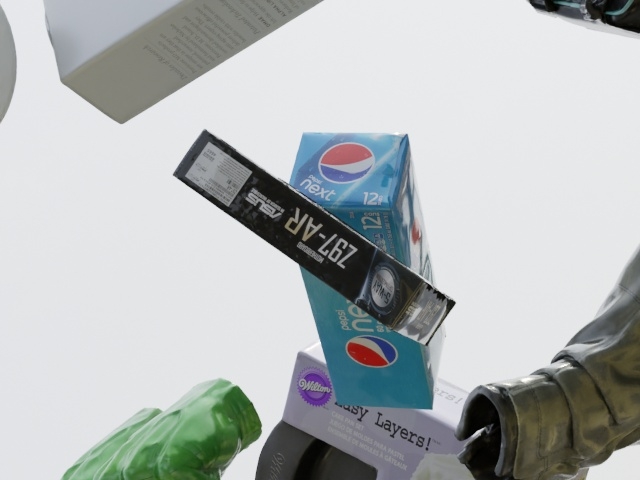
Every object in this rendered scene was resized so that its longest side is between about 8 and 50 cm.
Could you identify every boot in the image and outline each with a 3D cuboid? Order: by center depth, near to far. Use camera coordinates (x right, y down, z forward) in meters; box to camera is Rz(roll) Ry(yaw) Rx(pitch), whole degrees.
[{"bbox_3d":[0.150,0.056,0.810,0.161,0.083,0.246,-25,-32,-17],"label":"boot"}]

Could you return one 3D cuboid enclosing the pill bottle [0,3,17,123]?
[{"bbox_3d":[-0.409,-0.097,1.324,0.224,0.224,0.392,-26,2,-35],"label":"pill bottle"}]

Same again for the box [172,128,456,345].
[{"bbox_3d":[0.000,0.000,0.505,0.018,0.083,0.067,-55,-14,1],"label":"box"}]

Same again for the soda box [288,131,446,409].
[{"bbox_3d":[0.033,0.024,1.063,0.210,0.071,0.067,76,-158,-47],"label":"soda box"}]

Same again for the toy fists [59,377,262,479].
[{"bbox_3d":[-0.165,0.222,1.517,0.142,0.096,0.279,-37,6,-34],"label":"toy fists"}]

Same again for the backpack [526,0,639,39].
[{"bbox_3d":[0.246,-0.235,1.149,0.144,0.166,0.188,13,-83,-26],"label":"backpack"}]

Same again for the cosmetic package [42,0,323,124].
[{"bbox_3d":[-0.093,-0.200,1.220,0.231,0.117,0.085,-29,-35,20],"label":"cosmetic package"}]

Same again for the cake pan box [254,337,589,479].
[{"bbox_3d":[0.070,0.233,1.345,0.070,0.267,0.245,-21,-48,-56],"label":"cake pan box"}]
